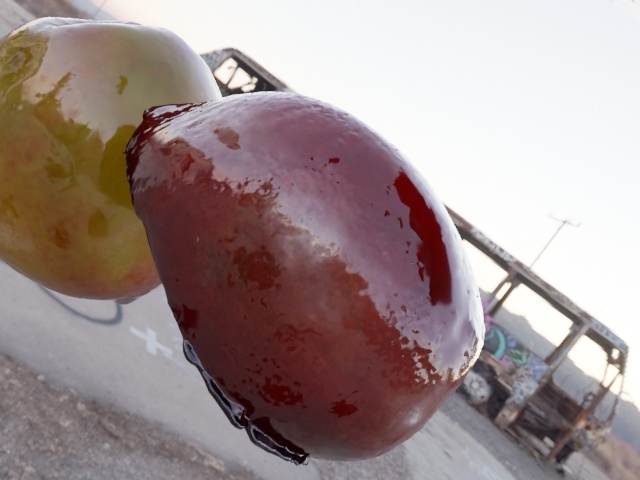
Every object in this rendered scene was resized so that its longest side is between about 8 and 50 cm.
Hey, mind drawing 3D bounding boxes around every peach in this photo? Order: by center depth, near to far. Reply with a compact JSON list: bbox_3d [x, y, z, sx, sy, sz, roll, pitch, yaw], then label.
[{"bbox_3d":[0.000,0.000,0.530,0.362,0.201,0.257,57,13,7],"label":"peach"},{"bbox_3d":[-0.250,-0.087,0.738,0.307,0.333,0.308,1,10,0],"label":"peach"}]

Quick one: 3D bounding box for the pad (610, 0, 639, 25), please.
[{"bbox_3d":[0.381,-0.076,0.496,0.367,0.007,0.247,42,23,2],"label":"pad"}]
